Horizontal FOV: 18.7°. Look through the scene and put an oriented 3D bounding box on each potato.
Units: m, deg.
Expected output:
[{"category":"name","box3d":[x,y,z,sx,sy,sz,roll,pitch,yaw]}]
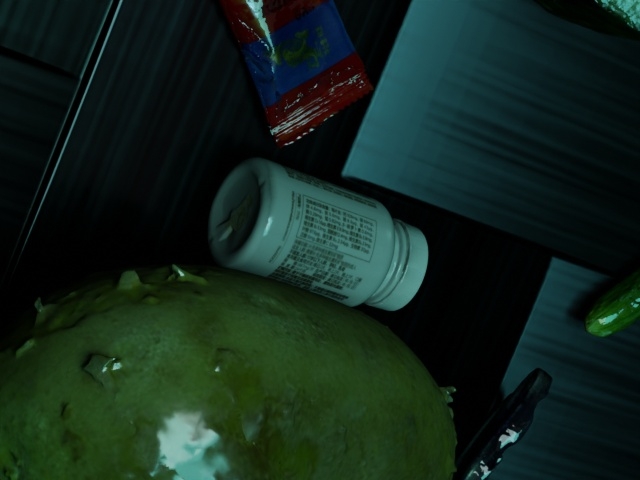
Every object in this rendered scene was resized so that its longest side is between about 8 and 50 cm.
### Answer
[{"category":"potato","box3d":[-0.062,0.152,1.233,0.359,0.219,0.269,12,104,-48]}]

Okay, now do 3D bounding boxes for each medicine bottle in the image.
[{"category":"medicine bottle","box3d":[0.000,0.000,1.310,0.140,0.079,0.079,19,97,-31]}]

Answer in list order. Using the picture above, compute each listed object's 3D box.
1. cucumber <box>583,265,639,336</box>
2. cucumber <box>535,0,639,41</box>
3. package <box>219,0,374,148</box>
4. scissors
[{"category":"cucumber","box3d":[0.261,0.028,1.483,0.155,0.037,0.037,-34,118,-13]},{"category":"cucumber","box3d":[0.209,-0.225,1.330,0.191,0.130,0.191,-5,102,-22]},{"category":"package","box3d":[-0.031,-0.165,1.276,0.083,0.022,0.200,-31,116,-16]},{"category":"scissors","box3d":[0.082,0.199,1.347,0.022,0.109,0.300,37,50,0]}]
